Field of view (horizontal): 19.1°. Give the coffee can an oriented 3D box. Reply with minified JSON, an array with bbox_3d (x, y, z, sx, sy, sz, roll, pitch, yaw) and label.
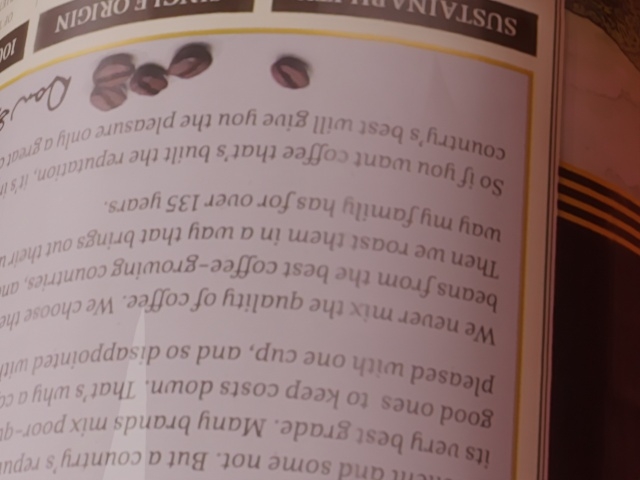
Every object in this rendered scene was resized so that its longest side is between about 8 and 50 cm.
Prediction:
[{"bbox_3d":[0.000,0.000,0.505,0.201,0.201,0.275,-18,58,44],"label":"coffee can"}]
